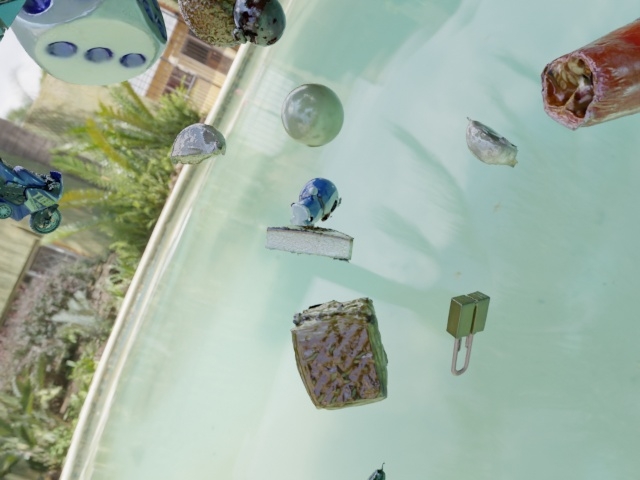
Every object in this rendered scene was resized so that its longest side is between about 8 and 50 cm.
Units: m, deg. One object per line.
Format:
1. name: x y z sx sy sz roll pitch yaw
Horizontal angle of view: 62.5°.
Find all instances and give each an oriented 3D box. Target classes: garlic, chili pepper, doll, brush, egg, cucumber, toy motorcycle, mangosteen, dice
1. garlic: 0.347 -0.202 1.110 0.066 0.152 0.084 -58 -19 21
2. chili pepper: 0.689 -0.402 1.252 0.251 0.306 0.229 -120 20 -44
3. garlic: -0.317 -0.260 1.412 0.196 0.087 0.101 -1 70 34
4. doll: -0.019 -0.135 1.985 0.257 0.161 0.215 -57 -8 -47
5. brush: 0.373 0.251 1.374 0.047 0.103 0.233 34 127 52
6. egg: -0.027 -0.381 1.601 0.188 0.189 0.253 -62 23 14
7. cucumber: 0.078 0.479 0.954 0.168 0.039 0.039 -54 17 -6
8. toy motorcycle: -0.751 -0.135 1.302 0.113 0.315 0.168 29 81 34
9. mangosteen: -0.166 -0.567 1.369 0.152 0.153 0.152 -54 22 34
10. dice: -0.491 -0.493 1.126 0.259 0.251 0.243 64 -169 -79

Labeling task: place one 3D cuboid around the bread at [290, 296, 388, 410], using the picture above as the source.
1. bread: 0.069 0.343 1.640 0.167 0.278 0.324 -44 -61 -74

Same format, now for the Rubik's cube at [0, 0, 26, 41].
1. Rubik's cube: -0.501 -0.341 0.662 0.211 0.190 0.178 -50 19 18

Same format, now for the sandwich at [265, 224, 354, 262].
1. sandwich: 0.000 0.000 1.142 0.162 0.193 0.058 -12 -71 -68

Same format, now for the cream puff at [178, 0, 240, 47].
1. cream puff: -0.270 -0.717 1.544 0.212 0.303 0.303 37 105 40
